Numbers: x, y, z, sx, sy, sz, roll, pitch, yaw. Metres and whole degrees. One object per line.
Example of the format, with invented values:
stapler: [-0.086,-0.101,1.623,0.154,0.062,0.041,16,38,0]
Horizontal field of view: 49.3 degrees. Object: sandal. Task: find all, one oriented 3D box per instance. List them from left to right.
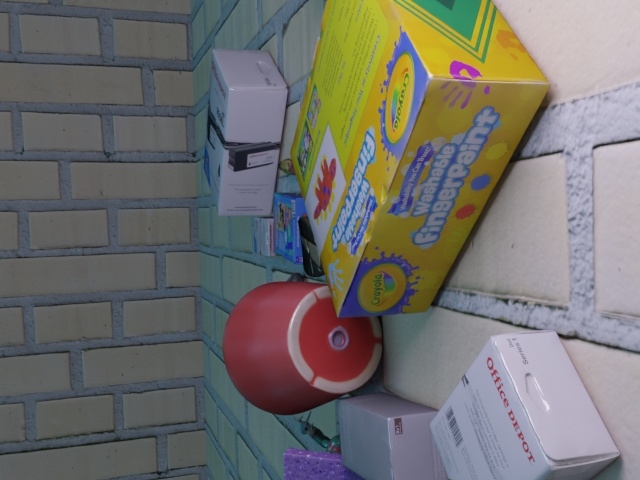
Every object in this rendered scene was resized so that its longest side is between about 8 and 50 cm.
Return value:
sandal: [0.000,-0.002,1.499,0.303,0.086,0.120,-112,17,-80]

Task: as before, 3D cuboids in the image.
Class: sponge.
sponge: [0.031,0.459,1.303,0.031,0.210,0.117,-15,-76,-67]

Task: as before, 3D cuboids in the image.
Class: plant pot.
plant pot: [-0.022,0.198,1.342,0.243,0.274,0.275,-24,69,60]

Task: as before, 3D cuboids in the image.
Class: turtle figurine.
turtle figurine: [0.018,0.464,1.433,0.175,0.118,0.234,-100,7,-52]

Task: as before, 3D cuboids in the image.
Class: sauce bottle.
sauce bottle: [-0.079,-0.187,1.762,0.128,0.042,0.042,-165,74,-70]

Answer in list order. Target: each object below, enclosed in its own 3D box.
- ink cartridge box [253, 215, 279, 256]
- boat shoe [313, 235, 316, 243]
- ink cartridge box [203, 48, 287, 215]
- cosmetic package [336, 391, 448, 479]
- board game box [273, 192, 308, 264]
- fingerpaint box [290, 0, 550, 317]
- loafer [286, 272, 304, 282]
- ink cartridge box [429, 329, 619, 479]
ink cartridge box: [-0.136,-0.011,1.928,0.180,0.060,0.104,-165,74,-71]
boat shoe: [0.047,-0.014,1.303,0.110,0.121,0.341,101,168,-47]
ink cartridge box: [-0.223,-0.309,1.986,0.285,0.166,0.395,-116,30,-50]
cosmetic package: [0.113,0.331,1.157,0.238,0.107,0.127,172,95,-69]
board game box: [-0.070,-0.035,1.746,0.210,0.047,0.160,-157,65,-69]
fingerpaint box: [0.104,-0.165,1.021,0.445,0.163,0.371,107,155,-46]
loafer: [-0.091,0.195,1.794,0.084,0.096,0.268,-86,17,-49]
ink cartridge box: [0.224,0.230,0.813,0.219,0.092,0.160,109,152,-47]
